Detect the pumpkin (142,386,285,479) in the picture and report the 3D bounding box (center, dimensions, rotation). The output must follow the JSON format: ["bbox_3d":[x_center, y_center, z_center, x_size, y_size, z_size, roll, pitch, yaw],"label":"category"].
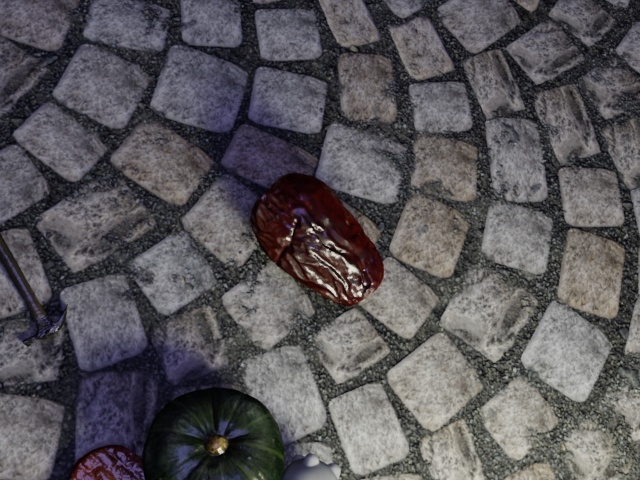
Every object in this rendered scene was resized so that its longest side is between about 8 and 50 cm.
[{"bbox_3d":[-0.221,0.456,1.696,0.300,0.207,0.300,8,53,-11],"label":"pumpkin"}]

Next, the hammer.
[{"bbox_3d":[-0.665,0.084,1.802,0.125,0.027,0.297,-31,82,-19],"label":"hammer"}]

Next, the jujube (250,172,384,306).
[{"bbox_3d":[0.000,0.000,1.900,0.342,0.216,0.216,45,69,-3],"label":"jujube"}]

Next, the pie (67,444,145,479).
[{"bbox_3d":[-0.442,0.520,1.710,0.182,0.049,0.182,3,74,-11],"label":"pie"}]

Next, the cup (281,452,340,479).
[{"bbox_3d":[-0.013,0.539,1.727,0.173,0.134,0.142,38,58,-33],"label":"cup"}]
